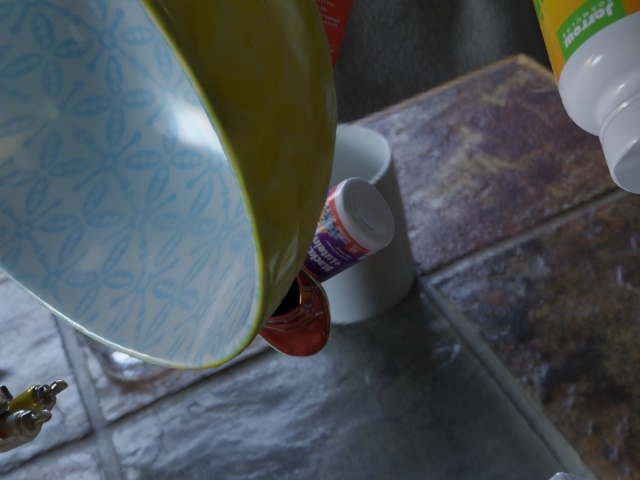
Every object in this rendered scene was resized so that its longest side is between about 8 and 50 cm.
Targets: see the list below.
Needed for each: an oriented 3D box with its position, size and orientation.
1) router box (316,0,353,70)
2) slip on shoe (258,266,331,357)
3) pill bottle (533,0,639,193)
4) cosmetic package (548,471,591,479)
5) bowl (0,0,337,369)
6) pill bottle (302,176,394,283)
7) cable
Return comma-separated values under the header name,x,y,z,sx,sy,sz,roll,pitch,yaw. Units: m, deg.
name,x,y,z,sx,sy,sz,roll,pitch,yaw
router box,-0.088,-0.277,0.914,0.082,0.301,0.335,8,13,-37
slip on shoe,-0.061,0.073,1.254,0.123,0.331,0.101,-16,52,4
pill bottle,0.241,-0.164,0.724,0.136,0.136,0.245,-11,61,7
cosmetic package,0.286,0.358,0.831,0.161,0.453,0.230,-43,57,10
bowl,-0.092,-0.097,0.445,0.290,0.289,0.156,18,47,35
pill bottle,0.000,0.000,1.335,0.193,0.108,0.108,-32,29,35
cable,-0.383,0.224,0.996,0.287,0.072,0.139,-35,5,38
